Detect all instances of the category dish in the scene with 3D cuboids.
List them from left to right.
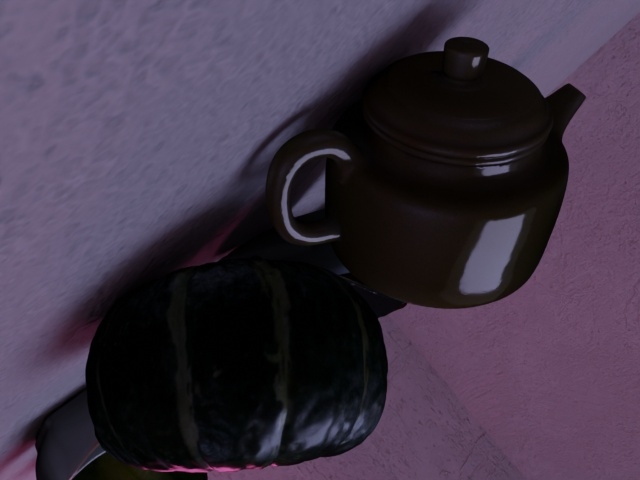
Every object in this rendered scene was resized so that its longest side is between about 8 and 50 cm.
[{"bbox_3d":[-0.288,0.237,0.896,0.151,0.077,0.212,-38,175,-35],"label":"dish"}]

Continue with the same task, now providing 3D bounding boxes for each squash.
[{"bbox_3d":[-0.070,0.111,0.615,0.252,0.165,0.252,-9,163,-3],"label":"squash"}]

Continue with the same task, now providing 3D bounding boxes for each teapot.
[{"bbox_3d":[0.085,-0.066,0.554,0.267,0.185,0.175,-14,130,-20],"label":"teapot"}]

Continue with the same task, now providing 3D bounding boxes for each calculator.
[{"bbox_3d":[0.000,0.000,0.725,0.246,0.045,0.141,-14,-166,39],"label":"calculator"}]

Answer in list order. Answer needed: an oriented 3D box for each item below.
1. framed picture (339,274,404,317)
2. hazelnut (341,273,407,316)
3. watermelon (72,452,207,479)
[{"bbox_3d":[-0.077,0.131,0.946,0.324,0.013,0.244,-31,150,23],"label":"framed picture"},{"bbox_3d":[0.057,0.032,1.029,0.204,0.178,0.178,-37,174,-28],"label":"hazelnut"},{"bbox_3d":[-0.303,0.390,1.167,0.242,0.242,0.242,-39,175,-4],"label":"watermelon"}]
